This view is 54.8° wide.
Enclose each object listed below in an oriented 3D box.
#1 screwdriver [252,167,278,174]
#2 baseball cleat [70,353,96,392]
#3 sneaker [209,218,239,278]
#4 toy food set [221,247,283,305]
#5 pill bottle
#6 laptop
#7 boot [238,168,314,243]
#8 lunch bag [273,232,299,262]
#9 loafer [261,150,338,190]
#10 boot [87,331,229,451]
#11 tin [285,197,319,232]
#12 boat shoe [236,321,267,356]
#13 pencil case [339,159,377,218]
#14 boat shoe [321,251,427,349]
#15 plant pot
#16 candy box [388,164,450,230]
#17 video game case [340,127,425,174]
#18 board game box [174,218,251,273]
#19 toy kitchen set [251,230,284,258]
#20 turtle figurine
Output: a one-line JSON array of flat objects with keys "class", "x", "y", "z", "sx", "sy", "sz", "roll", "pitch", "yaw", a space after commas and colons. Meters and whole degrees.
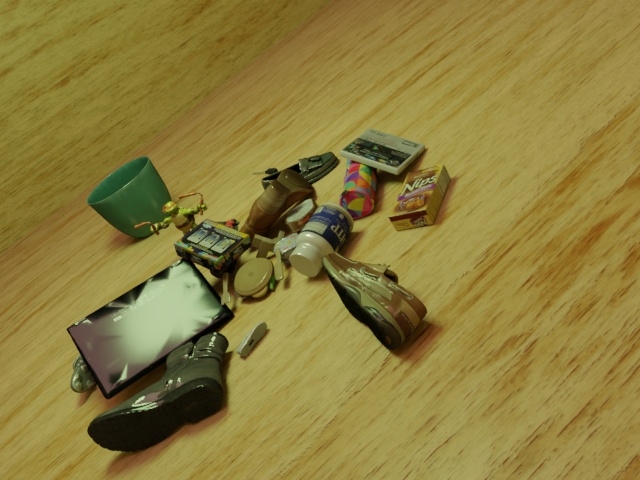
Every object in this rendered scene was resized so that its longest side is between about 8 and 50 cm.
[{"class": "screwdriver", "x": -0.212, "y": -0.252, "z": 2.304, "sx": 0.169, "sy": 0.024, "sz": 0.025, "roll": -5, "pitch": 68, "yaw": 51}, {"class": "baseball cleat", "x": -0.685, "y": 0.381, "z": 1.793, "sx": 0.109, "sy": 0.072, "sz": 0.206, "roll": -32, "pitch": 19, "yaw": 20}, {"class": "sneaker", "x": -0.321, "y": 0.026, "z": 1.877, "sx": 0.135, "sy": 0.098, "sz": 0.276, "roll": -1, "pitch": 32, "yaw": 0}, {"class": "toy food set", "x": -0.179, "y": 0.106, "z": 1.681, "sx": 0.192, "sy": 0.038, "sz": 0.132, "roll": -24, "pitch": 44, "yaw": 15}, {"class": "pill bottle", "x": 0.000, "y": 0.000, "z": 1.607, "sx": 0.112, "sy": 0.112, "sz": 0.187, "roll": -4, "pitch": 42, "yaw": 43}, {"class": "laptop", "x": -0.491, "y": 0.242, "z": 1.779, "sx": 0.381, "sy": 0.236, "sz": 0.408, "roll": -33, "pitch": 56, "yaw": -18}, {"class": "boot", "x": -0.140, "y": -0.099, "z": 1.927, "sx": 0.220, "sy": 0.109, "sz": 0.283, "roll": -52, "pitch": -2, "yaw": 25}, {"class": "lunch bag", "x": -0.086, "y": 0.026, "z": 1.718, "sx": 0.083, "sy": 0.053, "sz": 0.071, "roll": -26, "pitch": 30, "yaw": -6}, {"class": "loafer", "x": -0.072, "y": -0.227, "z": 2.050, "sx": 0.267, "sy": 0.084, "sz": 0.096, "roll": -30, "pitch": 29, "yaw": 7}, {"class": "boot", "x": -0.372, "y": 0.357, "z": 1.473, "sx": 0.338, "sy": 0.118, "sz": 0.223, "roll": -19, "pitch": 27, "yaw": 4}, {"class": "tin", "x": -0.053, "y": -0.076, "z": 1.811, "sx": 0.106, "sy": 0.040, "sz": 0.190, "roll": -27, "pitch": 15, "yaw": 3}, {"class": "boat shoe", "x": -0.170, "y": 0.237, "z": 1.505, "sx": 0.035, "sy": 0.035, "sz": 0.100, "roll": 10, "pitch": 57, "yaw": 48}, {"class": "pencil case", "x": 0.107, "y": -0.160, "z": 1.757, "sx": 0.104, "sy": 0.104, "sz": 0.236, "roll": -20, "pitch": 30, "yaw": 24}, {"class": "boat shoe", "x": 0.115, "y": 0.111, "z": 1.334, "sx": 0.119, "sy": 0.123, "sz": 0.324, "roll": -33, "pitch": 36, "yaw": -10}, {"class": "plant pot", "x": -0.733, "y": -0.153, "z": 2.456, "sx": 0.292, "sy": 0.235, "sz": 0.293, "roll": -24, "pitch": 31, "yaw": 16}, {"class": "candy box", "x": 0.254, "y": -0.111, "z": 1.578, "sx": 0.109, "sy": 0.053, "sz": 0.187, "roll": -11, "pitch": 35, "yaw": 37}, {"class": "video game case", "x": 0.181, "y": -0.261, "z": 1.791, "sx": 0.190, "sy": 0.022, "sz": 0.173, "roll": 22, "pitch": 42, "yaw": 25}, {"class": "board game box", "x": -0.308, "y": 0.014, "z": 1.766, "sx": 0.170, "sy": 0.048, "sz": 0.141, "roll": 21, "pitch": 44, "yaw": 30}, {"class": "toy kitchen set", "x": -0.157, "y": 0.009, "z": 1.806, "sx": 0.075, "sy": 0.083, "sz": 0.068, "roll": -83, "pitch": 14, "yaw": -54}, {"class": "turtle figurine", "x": -0.457, "y": -0.050, "z": 2.038, "sx": 0.269, "sy": 0.217, "sz": 0.087, "roll": -26, "pitch": 30, "yaw": 16}]
